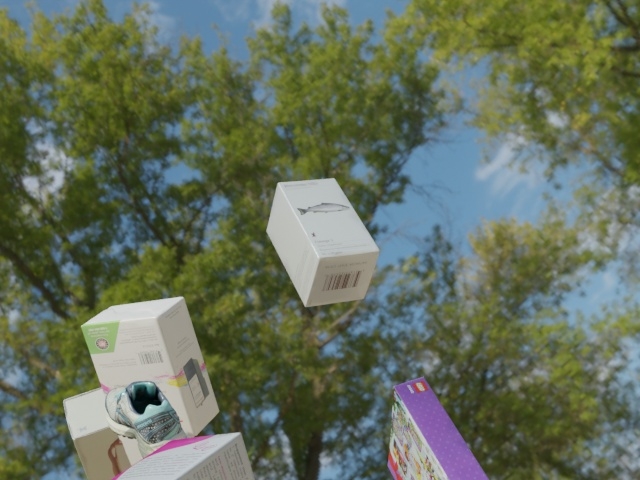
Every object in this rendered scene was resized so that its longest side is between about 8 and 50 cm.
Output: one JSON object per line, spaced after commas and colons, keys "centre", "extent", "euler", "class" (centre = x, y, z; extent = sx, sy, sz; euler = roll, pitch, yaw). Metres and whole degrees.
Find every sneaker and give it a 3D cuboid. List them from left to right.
{"centre": [-0.337, 0.314, 1.663], "extent": [0.110, 0.283, 0.122], "euler": [-20, -70, -31], "class": "sneaker"}

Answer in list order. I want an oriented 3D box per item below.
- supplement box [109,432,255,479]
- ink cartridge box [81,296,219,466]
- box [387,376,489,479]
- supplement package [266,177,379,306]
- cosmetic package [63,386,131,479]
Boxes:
{"centre": [-0.170, 0.297, 0.912], "extent": [0.111, 0.114, 0.220], "euler": [-14, 6, 32], "class": "supplement box"}
{"centre": [-0.358, 0.315, 1.904], "extent": [0.119, 0.207, 0.353], "euler": [-41, -61, -62], "class": "ink cartridge box"}
{"centre": [0.185, 0.372, 1.267], "extent": [0.057, 0.293, 0.201], "euler": [-14, -48, -16], "class": "box"}
{"centre": [0.000, 0.000, 1.354], "extent": [0.105, 0.179, 0.105], "euler": [-7, -45, -25], "class": "supplement package"}
{"centre": [-0.513, 0.516, 2.116], "extent": [0.129, 0.153, 0.296], "euler": [-18, -54, -14], "class": "cosmetic package"}
